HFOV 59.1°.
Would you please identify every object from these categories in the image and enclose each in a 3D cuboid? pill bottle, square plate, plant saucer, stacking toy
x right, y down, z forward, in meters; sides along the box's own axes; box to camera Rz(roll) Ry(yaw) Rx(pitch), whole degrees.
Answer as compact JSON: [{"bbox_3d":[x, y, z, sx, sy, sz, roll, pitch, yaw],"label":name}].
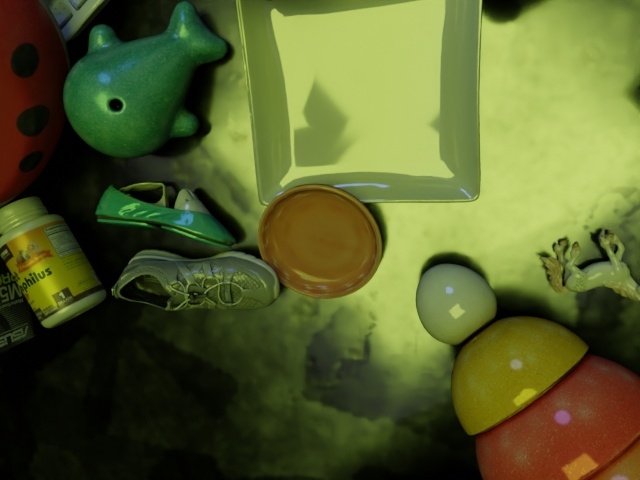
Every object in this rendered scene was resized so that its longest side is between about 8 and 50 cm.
[{"bbox_3d":[-0.477,0.036,0.985,0.117,0.117,0.214,-29,92,15],"label":"pill bottle"},{"bbox_3d":[0.060,-0.223,0.844,0.348,0.049,0.343,0,108,12],"label":"square plate"},{"bbox_3d":[0.000,0.000,0.899,0.200,0.037,0.199,5,117,10],"label":"plant saucer"},{"bbox_3d":[0.308,0.228,0.804,0.351,0.351,0.479,-41,70,15],"label":"stacking toy"}]

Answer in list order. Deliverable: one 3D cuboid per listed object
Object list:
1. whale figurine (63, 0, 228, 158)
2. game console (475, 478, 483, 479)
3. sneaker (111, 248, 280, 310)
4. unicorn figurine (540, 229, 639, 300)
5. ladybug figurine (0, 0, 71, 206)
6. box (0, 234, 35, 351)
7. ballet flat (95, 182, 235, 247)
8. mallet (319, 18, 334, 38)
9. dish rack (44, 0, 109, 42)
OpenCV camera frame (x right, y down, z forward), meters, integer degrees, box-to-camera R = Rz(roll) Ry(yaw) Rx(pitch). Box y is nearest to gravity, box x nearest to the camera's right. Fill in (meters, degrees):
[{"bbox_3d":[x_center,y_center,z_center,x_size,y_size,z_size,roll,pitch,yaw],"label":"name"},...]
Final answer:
[{"bbox_3d":[-0.271,-0.247,0.878,0.272,0.141,0.216,-40,109,3],"label":"whale figurine"},{"bbox_3d":[0.154,0.512,0.900,0.293,0.173,0.250,-28,92,15],"label":"game console"},{"bbox_3d":[-0.204,0.085,0.927,0.282,0.115,0.105,1,116,16],"label":"sneaker"},{"bbox_3d":[0.420,0.045,0.835,0.162,0.060,0.111,-11,97,30],"label":"unicorn figurine"},{"bbox_3d":[-0.535,-0.200,0.849,0.161,0.305,0.449,57,132,34],"label":"ladybug figurine"},{"bbox_3d":[-0.616,0.103,0.947,0.060,0.270,0.216,-7,97,14],"label":"box"},{"bbox_3d":[-0.257,-0.051,0.948,0.248,0.083,0.087,11,87,8],"label":"ballet flat"},{"bbox_3d":[0.070,-0.366,0.852,0.190,0.039,0.062,-25,95,10],"label":"mallet"},{"bbox_3d":[-0.435,-0.511,0.914,0.286,0.072,0.332,-40,89,15],"label":"dish rack"}]
